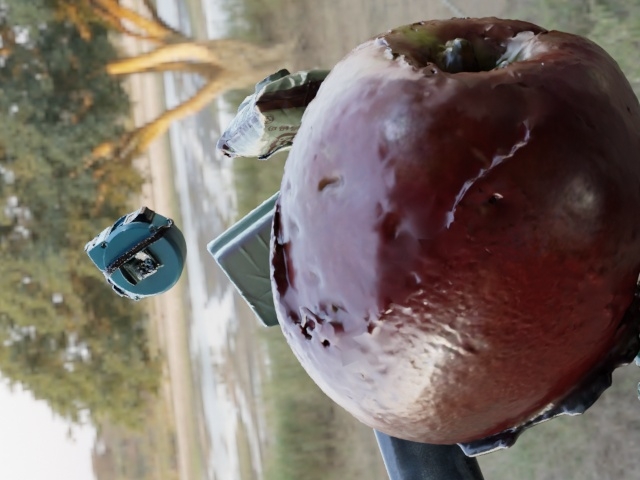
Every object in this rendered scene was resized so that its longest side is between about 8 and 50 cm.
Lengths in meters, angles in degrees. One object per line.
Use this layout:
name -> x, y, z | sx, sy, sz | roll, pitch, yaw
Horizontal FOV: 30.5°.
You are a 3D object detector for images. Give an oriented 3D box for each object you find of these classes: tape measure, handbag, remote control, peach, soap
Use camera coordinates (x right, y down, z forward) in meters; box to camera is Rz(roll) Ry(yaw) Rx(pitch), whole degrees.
tape measure -> -0.268, 0.022, 1.779 | 0.125, 0.146, 0.081 | 51, -161, -18
handbag -> -0.046, -0.204, 1.845 | 0.235, 0.212, 0.127 | -19, 91, 64
remote control -> 0.110, 0.200, 1.445 | 0.044, 0.107, 0.378 | 81, 172, -56
peach -> 0.123, 0.000, 1.111 | 0.339, 0.353, 0.417 | -113, 18, -53
soap -> 0.000, 0.000, 1.405 | 0.145, 0.230, 0.091 | 54, 175, -17

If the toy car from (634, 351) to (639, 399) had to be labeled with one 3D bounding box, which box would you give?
toy car -> 0.390, 0.022, 1.154 | 0.141, 0.097, 0.321 | 113, -177, -46
